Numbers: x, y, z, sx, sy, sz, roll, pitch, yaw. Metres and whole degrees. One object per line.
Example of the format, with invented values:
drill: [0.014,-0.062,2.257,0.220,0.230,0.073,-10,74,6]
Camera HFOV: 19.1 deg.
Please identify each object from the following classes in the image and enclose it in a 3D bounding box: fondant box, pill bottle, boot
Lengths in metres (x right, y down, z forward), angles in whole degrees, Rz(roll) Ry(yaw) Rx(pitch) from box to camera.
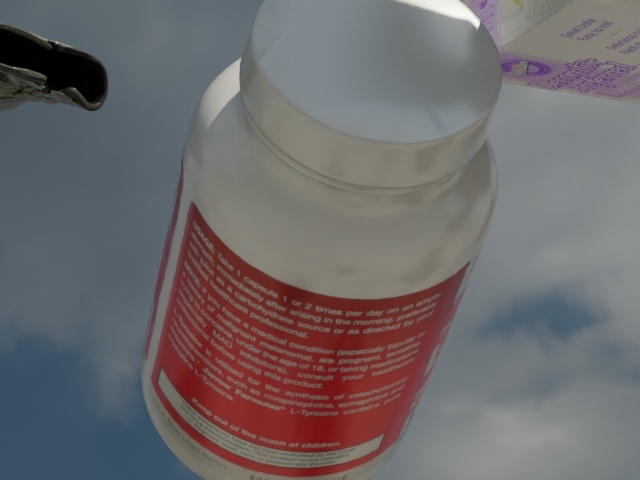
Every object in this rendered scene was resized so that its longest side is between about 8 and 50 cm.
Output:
fondant box: [0.296,-0.164,1.380,0.330,0.096,0.238,8,-11,-15]
pill bottle: [0.000,0.000,1.412,0.229,0.229,0.407,3,-39,-11]
boot: [-0.289,-0.150,1.413,0.246,0.083,0.161,15,-9,-41]
